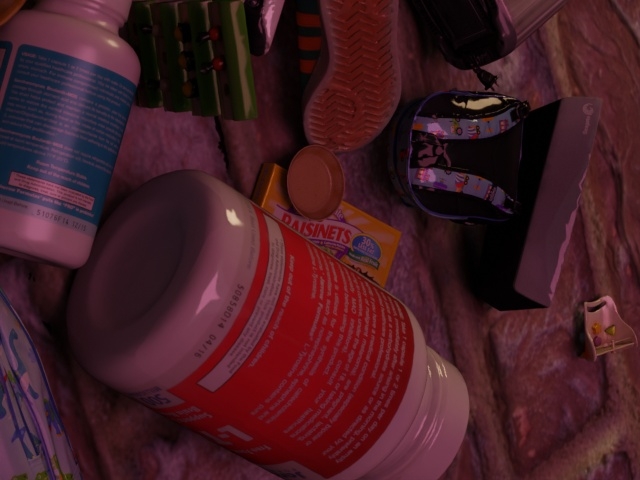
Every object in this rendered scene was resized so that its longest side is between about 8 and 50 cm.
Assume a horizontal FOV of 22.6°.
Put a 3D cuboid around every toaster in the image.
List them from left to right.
[{"bbox_3d":[0.190,-0.302,1.837,0.146,0.129,0.227,-38,101,-32],"label":"toaster"}]

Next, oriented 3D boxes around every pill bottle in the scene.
[{"bbox_3d":[-0.255,-0.115,1.504,0.146,0.146,0.264,20,83,-38],"label":"pill bottle"},{"bbox_3d":[-0.039,0.115,1.646,0.407,0.229,0.229,34,74,-35],"label":"pill bottle"}]

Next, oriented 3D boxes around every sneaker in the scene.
[{"bbox_3d":[0.026,-0.224,1.703,0.108,0.121,0.302,-6,140,-11],"label":"sneaker"}]

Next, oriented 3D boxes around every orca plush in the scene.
[{"bbox_3d":[-0.066,-0.331,1.665,0.102,0.151,0.287,17,81,-5],"label":"orca plush"}]

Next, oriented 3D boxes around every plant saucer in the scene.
[{"bbox_3d":[-0.009,-0.063,1.757,0.083,0.015,0.083,1,88,-40],"label":"plant saucer"}]

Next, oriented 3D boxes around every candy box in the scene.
[{"bbox_3d":[0.000,0.000,1.795,0.206,0.027,0.105,27,74,-37],"label":"candy box"}]

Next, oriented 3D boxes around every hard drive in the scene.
[{"bbox_3d":[0.255,-0.045,1.911,0.054,0.172,0.255,17,82,-13],"label":"hard drive"}]

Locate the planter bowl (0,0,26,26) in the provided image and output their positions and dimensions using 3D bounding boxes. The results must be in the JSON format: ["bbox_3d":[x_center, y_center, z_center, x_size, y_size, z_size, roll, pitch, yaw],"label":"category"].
[{"bbox_3d":[-0.362,-0.284,1.438,0.217,0.090,0.217,-5,99,-38],"label":"planter bowl"}]

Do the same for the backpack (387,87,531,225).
[{"bbox_3d":[0.143,-0.097,1.841,0.173,0.117,0.158,2,94,-39],"label":"backpack"}]

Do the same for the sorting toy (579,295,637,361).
[{"bbox_3d":[0.365,0.113,2.090,0.083,0.045,0.075,-12,95,-37],"label":"sorting toy"}]

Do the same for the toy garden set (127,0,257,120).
[{"bbox_3d":[-0.146,-0.219,1.522,0.049,0.244,0.204,-13,103,-27],"label":"toy garden set"}]

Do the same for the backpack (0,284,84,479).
[{"bbox_3d":[-0.362,0.150,1.389,0.290,0.273,0.356,-11,88,-3],"label":"backpack"}]
